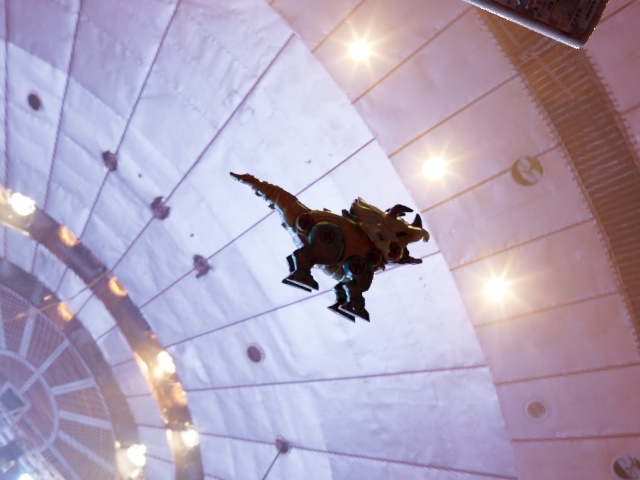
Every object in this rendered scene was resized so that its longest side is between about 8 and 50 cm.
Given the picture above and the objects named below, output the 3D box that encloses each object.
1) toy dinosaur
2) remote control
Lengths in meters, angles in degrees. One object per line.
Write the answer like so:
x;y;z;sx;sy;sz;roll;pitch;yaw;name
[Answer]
0.000;0.000;0.792;0.259;0.094;0.153;21;-103;-9;toy dinosaur
0.231;-0.311;0.775;0.234;0.038;0.098;17;-74;-15;remote control
